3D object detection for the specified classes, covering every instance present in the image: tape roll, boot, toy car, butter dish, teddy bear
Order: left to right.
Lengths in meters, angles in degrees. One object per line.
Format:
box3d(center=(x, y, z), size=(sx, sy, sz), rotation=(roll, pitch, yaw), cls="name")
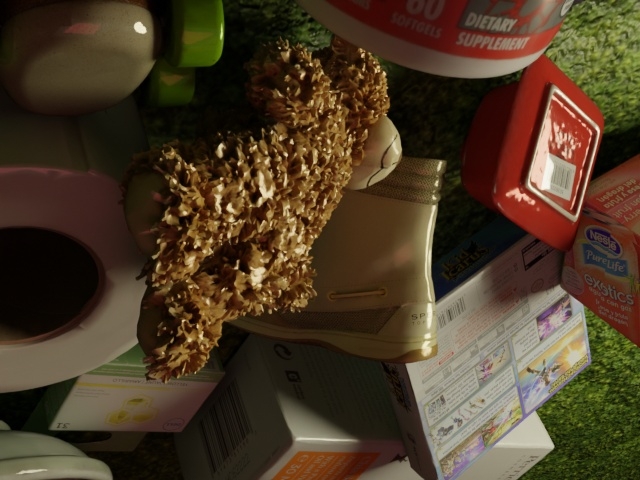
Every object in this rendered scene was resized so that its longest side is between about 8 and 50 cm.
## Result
box3d(center=(-0.242, -0.021, 0.665), size=(0.246, 0.169, 0.246), rotation=(-14, 140, -12), cls="tape roll")
box3d(center=(-0.159, -0.180, 0.527), size=(0.155, 0.188, 0.149), rotation=(-7, 172, -22), cls="toy car")
box3d(center=(-0.029, -0.037, 0.643), size=(0.338, 0.113, 0.245), rotation=(-31, 131, -62), cls="teddy bear")
box3d(center=(0.000, 0.000, 0.860), size=(0.095, 0.262, 0.203), rotation=(-8, 103, -54), cls="boot")
box3d(center=(0.193, -0.085, 0.868), size=(0.160, 0.118, 0.159), rotation=(26, 77, -44), cls="butter dish")

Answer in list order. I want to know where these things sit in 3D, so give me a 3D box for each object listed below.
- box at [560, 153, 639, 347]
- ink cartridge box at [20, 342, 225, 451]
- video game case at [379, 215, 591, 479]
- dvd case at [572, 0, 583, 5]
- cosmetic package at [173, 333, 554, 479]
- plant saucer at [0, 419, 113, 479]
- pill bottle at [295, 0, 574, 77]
box3d(center=(0.427, -0.027, 0.959), size=(0.300, 0.142, 0.154), rotation=(-27, 136, -21), cls="box")
box3d(center=(-0.241, 0.201, 1.017), size=(0.171, 0.056, 0.235), rotation=(11, 128, -37), cls="ink cartridge box")
box3d(center=(0.192, 0.115, 1.004), size=(0.269, 0.061, 0.244), rotation=(-33, 124, -23), cls="video game case")
box3d(center=(0.216, -0.268, 0.736), size=(0.221, 0.018, 0.164), rotation=(-23, 143, -2), cls="dvd case")
box3d(center=(0.064, 0.267, 1.164), size=(0.453, 0.161, 0.230), rotation=(10, 131, -36), cls="cosmetic package")
box3d(center=(-0.427, 0.266, 0.912), size=(0.401, 0.100, 0.400), rotation=(-17, 160, -6), cls="plant saucer")
box3d(center=(0.112, -0.295, 0.498), size=(0.210, 0.210, 0.363), rotation=(-2, 137, -25), cls="pill bottle")
